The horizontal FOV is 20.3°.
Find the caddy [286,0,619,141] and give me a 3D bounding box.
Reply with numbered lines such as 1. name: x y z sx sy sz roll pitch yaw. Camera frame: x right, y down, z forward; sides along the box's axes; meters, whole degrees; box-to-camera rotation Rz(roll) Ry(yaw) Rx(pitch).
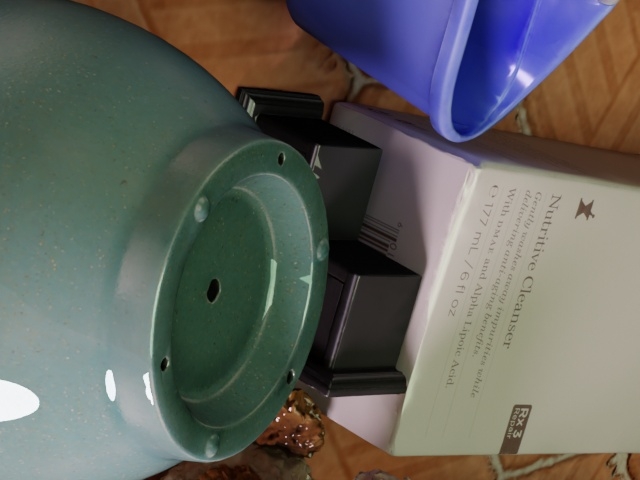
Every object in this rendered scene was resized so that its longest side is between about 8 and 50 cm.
1. caddy: 0.120 -0.216 1.069 0.241 0.179 0.341 -43 158 -36

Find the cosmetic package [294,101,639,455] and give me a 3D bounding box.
1. cosmetic package: 0.160 0.037 1.333 0.385 0.156 0.217 4 106 -43

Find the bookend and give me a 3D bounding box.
1. bookend: 0.000 0.000 1.166 0.072 0.157 0.156 1 111 -43

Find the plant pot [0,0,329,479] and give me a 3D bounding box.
1. plant pot: -0.119 0.014 0.970 0.293 0.196 0.293 -31 127 -54

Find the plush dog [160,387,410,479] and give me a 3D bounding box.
1. plush dog: -0.027 0.229 1.214 0.262 0.225 0.210 -49 152 9
